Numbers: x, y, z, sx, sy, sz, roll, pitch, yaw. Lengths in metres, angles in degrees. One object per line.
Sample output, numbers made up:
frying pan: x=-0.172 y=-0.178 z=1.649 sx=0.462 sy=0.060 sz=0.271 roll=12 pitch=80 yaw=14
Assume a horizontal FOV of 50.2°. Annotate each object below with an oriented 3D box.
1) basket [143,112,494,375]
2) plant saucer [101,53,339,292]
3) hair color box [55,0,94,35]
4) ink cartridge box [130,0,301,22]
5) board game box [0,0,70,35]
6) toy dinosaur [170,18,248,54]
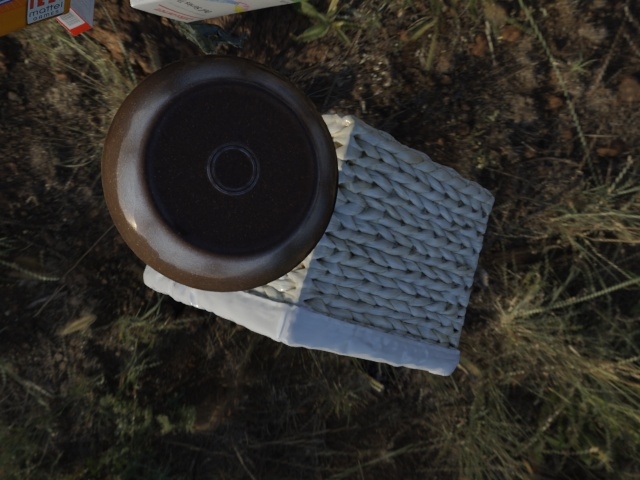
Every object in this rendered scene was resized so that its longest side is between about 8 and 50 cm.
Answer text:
basket: x=0.000 y=0.000 z=0.924 sx=0.331 sy=0.328 sz=0.266 roll=17 pitch=87 yaw=-43
plant saucer: x=-0.073 y=-0.056 z=0.553 sx=0.199 sy=0.036 sz=0.198 roll=0 pitch=90 yaw=-19
hair color box: x=-0.510 y=-0.514 z=1.393 sx=0.053 sy=0.093 sz=0.167 roll=-16 pitch=60 yaw=19
ink cartridge box: x=-0.177 y=-0.440 z=1.114 sx=0.354 sy=0.207 sz=0.119 roll=-4 pitch=99 yaw=17
board game box: x=-0.504 y=-0.427 z=0.697 sx=0.356 sy=0.356 sz=0.356 roll=-36 pitch=82 yaw=-34
toy dinosaur: x=-0.221 y=-0.414 z=1.379 sx=0.118 sy=0.268 sz=0.064 roll=-2 pitch=126 yaw=-35
